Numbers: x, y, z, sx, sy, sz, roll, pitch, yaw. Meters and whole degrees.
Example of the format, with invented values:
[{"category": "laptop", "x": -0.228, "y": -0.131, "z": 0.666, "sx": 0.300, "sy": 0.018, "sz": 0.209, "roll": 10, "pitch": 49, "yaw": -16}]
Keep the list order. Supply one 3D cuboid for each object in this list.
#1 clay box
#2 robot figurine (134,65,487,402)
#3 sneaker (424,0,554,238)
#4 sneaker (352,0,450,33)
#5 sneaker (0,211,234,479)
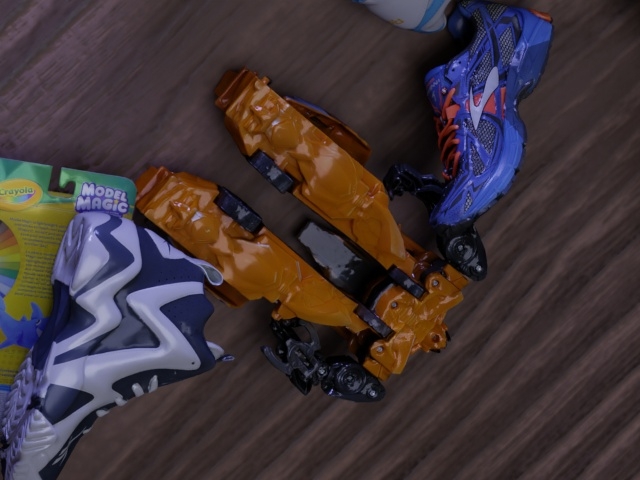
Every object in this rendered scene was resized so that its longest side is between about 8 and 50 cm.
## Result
[{"category": "clay box", "x": -0.229, "y": 0.042, "z": 1.471, "sx": 0.127, "sy": 0.053, "sz": 0.222, "roll": 9, "pitch": 105, "yaw": -26}, {"category": "robot figurine", "x": 0.000, "y": 0.000, "z": 1.531, "sx": 0.291, "sy": 0.085, "sz": 0.211, "roll": 40, "pitch": 92, "yaw": -28}, {"category": "sneaker", "x": 0.118, "y": -0.100, "z": 1.514, "sx": 0.087, "sy": 0.083, "sz": 0.221, "roll": 22, "pitch": 61, "yaw": -11}, {"category": "sneaker", "x": 0.111, "y": -0.270, "z": 1.480, "sx": 0.092, "sy": 0.087, "sz": 0.229, "roll": 26, "pitch": 105, "yaw": -35}, {"category": "sneaker", "x": -0.147, "y": 0.105, "z": 1.447, "sx": 0.153, "sy": 0.094, "sz": 0.235, "roll": 16, "pitch": 92, "yaw": -21}]
